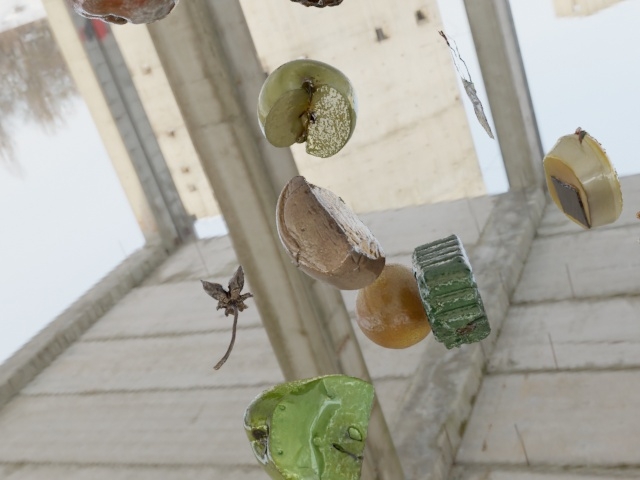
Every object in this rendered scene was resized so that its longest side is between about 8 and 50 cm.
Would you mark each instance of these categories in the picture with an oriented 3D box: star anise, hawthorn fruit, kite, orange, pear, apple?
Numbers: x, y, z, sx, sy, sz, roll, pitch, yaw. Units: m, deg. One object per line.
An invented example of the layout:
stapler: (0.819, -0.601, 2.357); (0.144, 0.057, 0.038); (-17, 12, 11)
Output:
star anise: (-0.251, 0.189, 2.109); (0.148, 0.219, 0.227); (15, -167, -11)
hawthorn fruit: (-0.389, -0.531, 1.587); (0.235, 0.263, 0.231); (-16, 158, 14)
kite: (0.435, -0.458, 2.412); (0.022, 0.360, 0.204); (-27, -155, 7)
orange: (0.235, 0.206, 2.579); (0.274, 0.274, 0.274); (-17, -159, 7)
pear: (-0.050, 0.490, 2.044); (0.238, 0.318, 0.343); (-32, -140, 54)
apple: (-0.037, -0.400, 2.421); (0.295, 0.258, 0.233); (4, -124, -3)

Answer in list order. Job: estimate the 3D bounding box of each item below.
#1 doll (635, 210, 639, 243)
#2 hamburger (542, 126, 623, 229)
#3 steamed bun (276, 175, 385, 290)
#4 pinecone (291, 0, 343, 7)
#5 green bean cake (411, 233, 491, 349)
doll: (1.077, -0.080, 2.537); (0.183, 0.217, 0.085); (4, -152, 18)
hamburger: (0.715, -0.162, 2.194); (0.151, 0.295, 0.227); (-32, -131, -5)
steamed bun: (0.000, 0.000, 2.117); (0.199, 0.251, 0.301); (-46, -121, 16)
pinecone: (-0.004, -0.515, 1.412); (0.221, 0.222, 0.221); (-17, -159, 7)
green bean cake: (0.369, 0.167, 2.301); (0.169, 0.300, 0.308); (-19, -165, 8)
